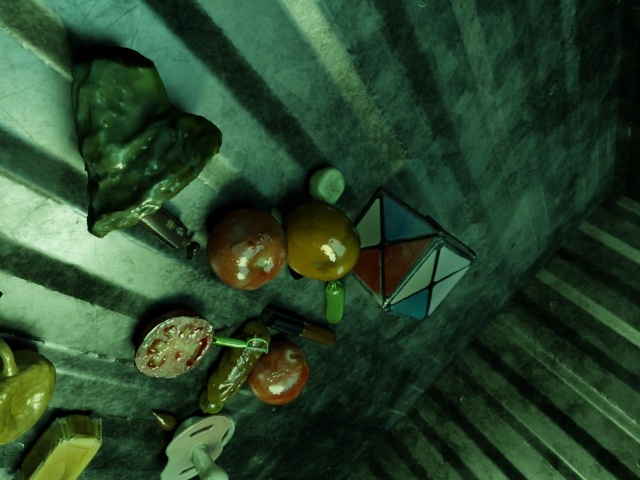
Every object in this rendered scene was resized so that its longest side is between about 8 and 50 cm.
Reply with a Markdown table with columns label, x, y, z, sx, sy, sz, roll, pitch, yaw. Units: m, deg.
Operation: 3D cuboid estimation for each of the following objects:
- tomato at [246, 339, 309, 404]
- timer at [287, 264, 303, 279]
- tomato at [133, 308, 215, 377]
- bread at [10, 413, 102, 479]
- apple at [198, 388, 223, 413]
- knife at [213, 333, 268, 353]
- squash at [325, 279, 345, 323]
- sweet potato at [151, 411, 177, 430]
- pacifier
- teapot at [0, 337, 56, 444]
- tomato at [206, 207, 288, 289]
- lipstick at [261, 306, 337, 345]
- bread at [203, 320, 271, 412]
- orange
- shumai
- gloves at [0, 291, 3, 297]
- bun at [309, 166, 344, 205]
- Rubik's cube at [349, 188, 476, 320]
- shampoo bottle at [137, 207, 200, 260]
| label | x | y | z | sx | sy | sz | roll | pitch | yaw |
| --- | --- | --- | --- | --- | --- | --- | --- | --- | --- |
| tomato | -0.142 | 0.471 | 1.604 | 0.232 | 0.188 | 0.232 | -23 | 137 | -23 |
| timer | -0.021 | 0.032 | 1.449 | 0.187 | 0.055 | 0.144 | -26 | 135 | -18 |
| tomato | -0.411 | 0.274 | 1.273 | 0.225 | 0.085 | 0.225 | -21 | 133 | -24 |
| bread | -0.710 | 0.586 | 1.249 | 0.136 | 0.107 | 0.241 | 28 | 102 | -48 |
| apple | -0.365 | 0.537 | 1.550 | 0.089 | 0.074 | 0.090 | -39 | 140 | -43 |
| knife | -0.262 | 0.307 | 1.415 | 0.212 | 0.015 | 0.054 | 12 | 91 | -13 |
| squash | 0.052 | 0.217 | 1.658 | 0.077 | 0.068 | 0.219 | -22 | 135 | -21 |
| sweet potato | -0.507 | 0.575 | 1.479 | 0.049 | 0.049 | 0.117 | -38 | 134 | -11 |
| pacifier | -0.412 | 0.729 | 1.562 | 0.220 | 0.273 | 0.332 | 14 | 119 | -11 |
| teapot | -0.704 | 0.316 | 0.993 | 0.203 | 0.167 | 0.311 | -53 | 161 | -56 |
| tomato | -0.188 | 0.017 | 1.175 | 0.208 | 0.184 | 0.208 | -20 | 127 | -28 |
| lipstick | -0.058 | 0.315 | 1.636 | 0.077 | 0.077 | 0.418 | -50 | 142 | 5 |
| bread | -0.275 | 0.417 | 1.483 | 0.124 | 0.084 | 0.344 | 33 | 89 | -35 |
| orange | 0.000 | 0.000 | 1.280 | 0.240 | 0.240 | 0.171 | 85 | 20 | -43 |
| shumai | -0.357 | -0.192 | 0.818 | 0.304 | 0.309 | 0.263 | -34 | 116 | -3 |
| gloves | -0.730 | 0.179 | 0.879 | 0.285 | 0.119 | 0.142 | -52 | 132 | -16 |
| bun | 0.013 | -0.155 | 1.304 | 0.115 | 0.069 | 0.115 | -13 | 110 | -41 |
| Rubik's cube | 0.285 | 0.056 | 1.544 | 0.310 | 0.305 | 0.307 | 20 | 109 | -49 |
| shampoo bottle | -0.364 | -0.032 | 1.066 | 0.068 | 0.067 | 0.236 | -52 | 142 | -7 |
